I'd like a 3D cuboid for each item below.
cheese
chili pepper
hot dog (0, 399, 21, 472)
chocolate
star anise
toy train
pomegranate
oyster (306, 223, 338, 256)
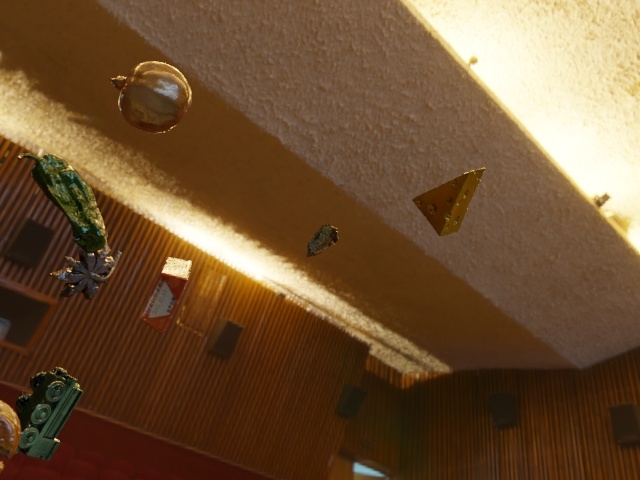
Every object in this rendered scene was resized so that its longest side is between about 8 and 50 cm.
[{"bbox_3d":[0.335,-0.115,1.486,0.093,0.126,0.171,-12,-29,-48],"label":"cheese"},{"bbox_3d":[-0.518,-0.087,1.231,0.257,0.100,0.074,48,-39,17],"label":"chili pepper"},{"bbox_3d":[-0.499,0.170,0.652,0.337,0.135,0.100,37,-67,-16],"label":"hot dog"},{"bbox_3d":[-0.578,0.192,2.251,0.108,0.237,0.234,25,-79,-13],"label":"chocolate"},{"bbox_3d":[-0.754,0.098,1.975,0.081,0.262,0.230,23,-62,33],"label":"star anise"},{"bbox_3d":[-0.520,0.326,1.135,0.071,0.170,0.111,18,-19,30],"label":"toy train"},{"bbox_3d":[-0.474,-0.409,1.714,0.207,0.207,0.207,5,-35,4],"label":"pomegranate"},{"bbox_3d":[0.001,0.000,2.000,0.132,0.086,0.029,-23,-11,15],"label":"oyster"}]
